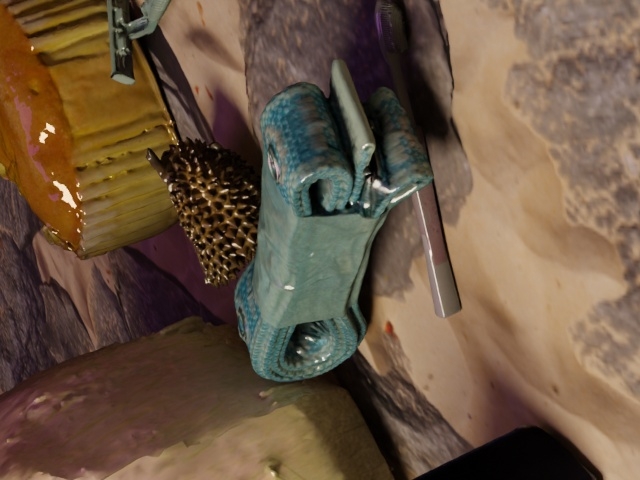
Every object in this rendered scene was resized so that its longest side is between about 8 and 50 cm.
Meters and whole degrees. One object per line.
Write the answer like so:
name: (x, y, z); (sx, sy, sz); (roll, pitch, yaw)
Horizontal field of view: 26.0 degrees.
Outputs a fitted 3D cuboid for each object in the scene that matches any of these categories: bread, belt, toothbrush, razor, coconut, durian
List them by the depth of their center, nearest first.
toothbrush: (0.056, -0.045, 0.800); (0.017, 0.014, 0.194); (26, 133, 58)
belt: (0.000, 0.000, 0.856); (0.302, 0.087, 0.072); (106, 153, -60)
durian: (-0.076, -0.033, 1.014); (0.140, 0.071, 0.110); (59, -175, -48)
razor: (-0.117, -0.191, 1.026); (0.211, 0.036, 0.084); (148, 119, -61)
coconut: (-0.140, 0.271, 1.057); (0.404, 0.405, 0.404); (46, 148, 40)
bread: (-0.219, -0.108, 1.187); (0.179, 0.133, 0.250); (-5, 107, 61)

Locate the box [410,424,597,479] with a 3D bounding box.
box: (0.074, 0.242, 0.823); (0.071, 0.168, 0.259); (48, 151, 42)
